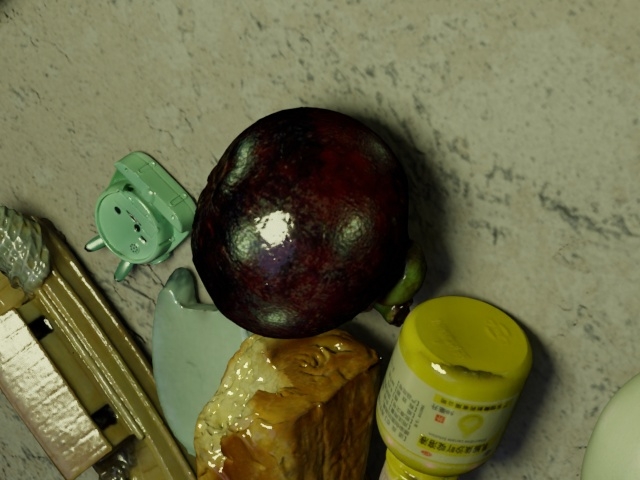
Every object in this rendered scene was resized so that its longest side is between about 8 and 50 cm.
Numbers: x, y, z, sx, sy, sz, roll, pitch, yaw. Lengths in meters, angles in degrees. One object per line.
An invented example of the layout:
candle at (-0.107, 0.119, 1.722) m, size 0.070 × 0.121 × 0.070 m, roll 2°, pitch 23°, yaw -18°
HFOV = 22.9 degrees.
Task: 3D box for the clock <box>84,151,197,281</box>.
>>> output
clock at (-0.188, -0.018, 1.614) m, size 0.101 × 0.041 × 0.135 m, roll 44°, pitch 130°, yaw 7°

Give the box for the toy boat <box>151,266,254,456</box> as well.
toy boat at (-0.103, 0.128, 1.628) m, size 0.134 × 0.079 × 0.207 m, roll 2°, pitch 105°, yaw 29°

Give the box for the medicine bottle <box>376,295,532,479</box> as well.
medicine bottle at (0.110, 0.166, 1.460) m, size 0.122 × 0.122 × 0.212 m, roll 29°, pitch 128°, yaw 18°

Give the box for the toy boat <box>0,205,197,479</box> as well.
toy boat at (-0.251, 0.160, 1.675) m, size 0.136 × 0.162 × 0.445 m, roll -34°, pitch 93°, yaw 38°

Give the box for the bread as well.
bread at (-0.033, 0.243, 1.545) m, size 0.149 × 0.195 × 0.344 m, roll 23°, pitch 128°, yaw 33°

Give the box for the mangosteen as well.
mangosteen at (-0.004, -0.010, 1.393) m, size 0.216 × 0.216 × 0.216 m, roll 16°, pitch 122°, yaw 27°

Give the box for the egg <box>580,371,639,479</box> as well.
egg at (0.299, 0.189, 1.326) m, size 0.151 × 0.151 × 0.209 m, roll 24°, pitch 124°, yaw 21°
